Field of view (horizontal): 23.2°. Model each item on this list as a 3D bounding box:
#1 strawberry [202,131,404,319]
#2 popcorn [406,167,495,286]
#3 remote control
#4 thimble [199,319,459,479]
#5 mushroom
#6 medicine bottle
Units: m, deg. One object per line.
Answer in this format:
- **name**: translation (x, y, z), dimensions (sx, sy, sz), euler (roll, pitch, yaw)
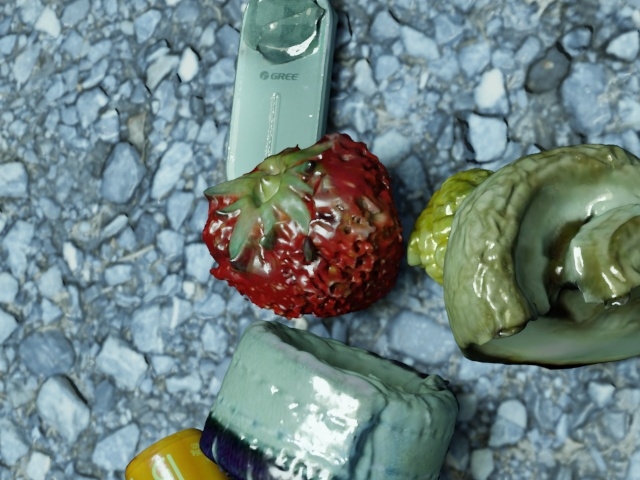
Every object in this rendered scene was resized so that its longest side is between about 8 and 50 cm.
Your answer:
- **strawberry**: translation (0.000, 0.000, 1.490), dimensions (0.187, 0.201, 0.184), euler (-50, 40, -6)
- **popcorn**: translation (0.146, -0.006, 1.474), dimensions (0.106, 0.121, 0.116), euler (32, 131, -11)
- **remote control**: translation (-0.038, -0.147, 1.599), dimensions (0.104, 0.052, 0.247), euler (5, 87, 25)
- **thimble**: translation (0.010, 0.173, 1.444), dimensions (0.237, 0.237, 0.150), euler (21, 93, 26)
- **mushroom**: translation (0.226, 0.012, 1.362), dimensions (0.267, 0.189, 0.164), euler (-12, 71, -8)
- **medicine bottle**: translation (-0.115, 0.292, 1.568), dimensions (0.096, 0.096, 0.192), euler (-38, 69, 18)
